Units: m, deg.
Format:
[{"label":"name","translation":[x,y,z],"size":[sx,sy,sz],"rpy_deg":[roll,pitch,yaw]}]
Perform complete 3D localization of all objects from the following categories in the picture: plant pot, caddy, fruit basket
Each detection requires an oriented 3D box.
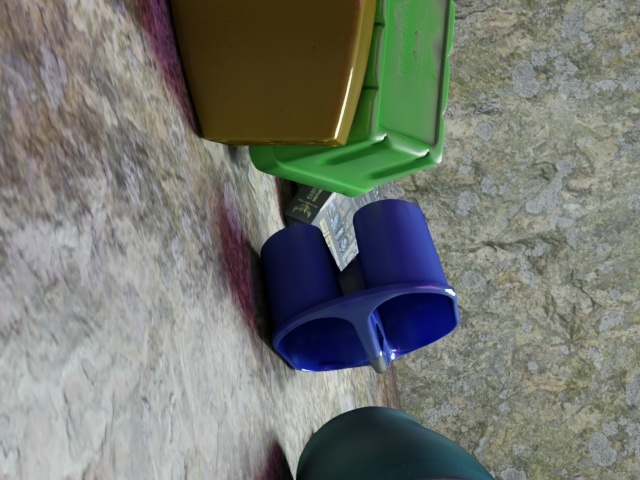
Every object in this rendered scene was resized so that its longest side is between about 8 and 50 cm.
[{"label":"plant pot","translation":[-0.048,-0.201,1.169],"size":[0.212,0.212,0.187],"rpy_deg":[-21,112,-84]},{"label":"caddy","translation":[0.055,0.088,1.375],"size":[0.341,0.241,0.179],"rpy_deg":[61,13,-69]},{"label":"plant pot","translation":[0.085,0.326,1.203],"size":[0.255,0.272,0.271],"rpy_deg":[-122,-162,-67]},{"label":"fruit basket","translation":[-0.003,-0.251,1.444],"size":[0.283,0.392,0.392],"rpy_deg":[13,63,-50]}]

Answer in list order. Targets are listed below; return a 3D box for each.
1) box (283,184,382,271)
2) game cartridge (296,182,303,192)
[{"label":"box","translation":[0.030,-0.040,1.755],"size":[0.183,0.059,0.232],"rpy_deg":[-57,152,-22]},{"label":"game cartridge","translation":[-0.003,-0.151,1.912],"size":[0.198,0.062,0.297],"rpy_deg":[46,30,-64]}]
